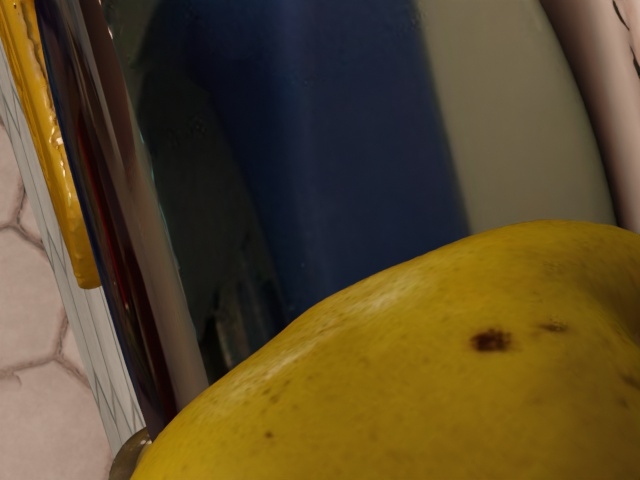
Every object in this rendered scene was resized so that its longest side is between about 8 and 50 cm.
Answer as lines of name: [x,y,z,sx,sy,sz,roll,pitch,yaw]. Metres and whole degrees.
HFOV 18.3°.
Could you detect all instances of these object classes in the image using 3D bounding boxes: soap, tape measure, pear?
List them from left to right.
soap: [-0.179,-0.146,1.432,0.204,0.096,0.324,105,147,-70]
tape measure: [0.002,0.000,0.663,0.262,0.138,0.259,-146,43,-73]
pear: [0.043,0.098,0.460,0.198,0.198,0.198,164,90,-79]

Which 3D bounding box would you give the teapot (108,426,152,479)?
teapot: [-0.103,0.187,1.481,0.119,0.130,0.165,-39,31,47]
